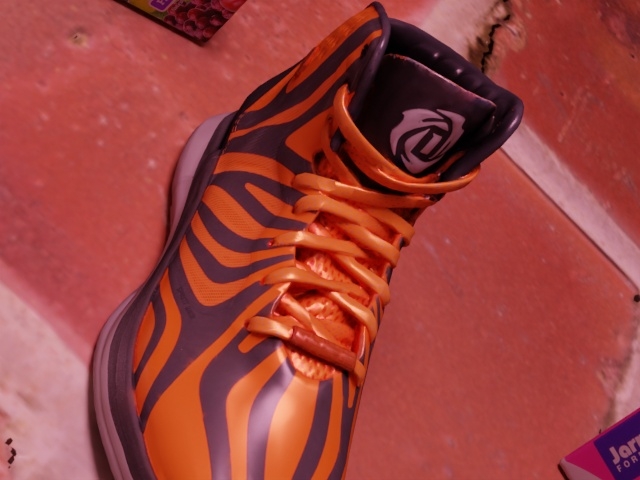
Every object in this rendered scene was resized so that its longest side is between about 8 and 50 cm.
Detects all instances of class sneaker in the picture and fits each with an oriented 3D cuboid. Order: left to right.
[{"bbox_3d":[0.000,0.000,0.723,0.124,0.180,0.321,30,39,-25],"label":"sneaker"}]

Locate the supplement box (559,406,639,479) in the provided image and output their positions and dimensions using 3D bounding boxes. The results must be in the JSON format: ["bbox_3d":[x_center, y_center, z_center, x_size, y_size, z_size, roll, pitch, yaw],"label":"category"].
[{"bbox_3d":[0.254,0.182,0.888,0.114,0.111,0.220,-9,64,-50],"label":"supplement box"}]

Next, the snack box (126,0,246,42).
[{"bbox_3d":[-0.131,-0.232,0.899,0.207,0.070,0.174,27,41,-30],"label":"snack box"}]
